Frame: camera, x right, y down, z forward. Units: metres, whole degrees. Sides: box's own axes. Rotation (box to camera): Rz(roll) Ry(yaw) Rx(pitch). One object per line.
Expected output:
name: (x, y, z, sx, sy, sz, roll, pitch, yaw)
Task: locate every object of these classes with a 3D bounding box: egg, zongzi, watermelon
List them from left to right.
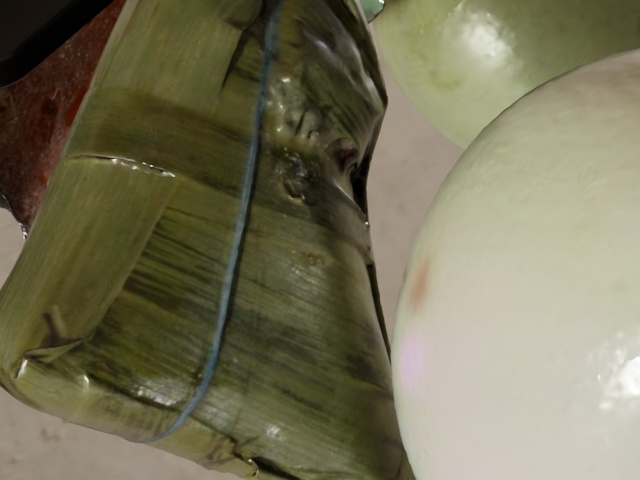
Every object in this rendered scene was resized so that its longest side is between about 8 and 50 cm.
watermelon: (-0.114, -0.113, 1.112, 0.193, 0.140, 0.257, 42, -104, -6)
zongzi: (0.000, 0.000, 0.898, 0.274, 0.125, 0.251, 25, -91, -27)
egg: (0.170, -0.140, 1.239, 0.295, 0.218, 0.218, 38, -124, -14)
egg: (0.152, 0.030, 0.775, 0.271, 0.162, 0.206, -33, -78, -1)

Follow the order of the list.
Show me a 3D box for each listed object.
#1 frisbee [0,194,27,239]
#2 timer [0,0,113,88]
frisbee: (-0.255, -0.095, 1.199, 0.211, 0.012, 0.187, 2, -97, -29)
timer: (-0.132, -0.164, 0.810, 0.144, 0.055, 0.187, 40, -112, 14)
